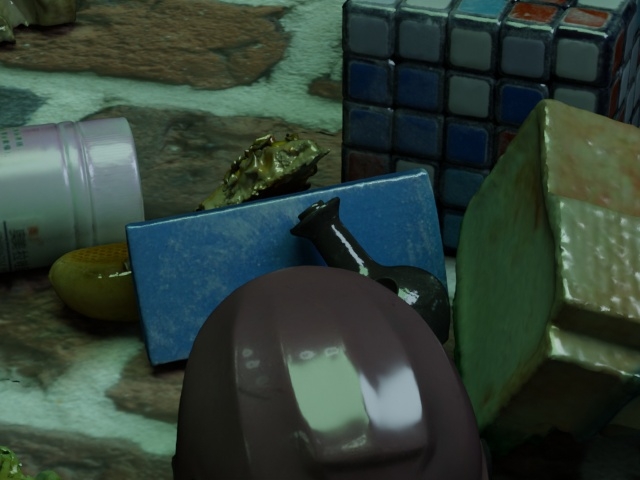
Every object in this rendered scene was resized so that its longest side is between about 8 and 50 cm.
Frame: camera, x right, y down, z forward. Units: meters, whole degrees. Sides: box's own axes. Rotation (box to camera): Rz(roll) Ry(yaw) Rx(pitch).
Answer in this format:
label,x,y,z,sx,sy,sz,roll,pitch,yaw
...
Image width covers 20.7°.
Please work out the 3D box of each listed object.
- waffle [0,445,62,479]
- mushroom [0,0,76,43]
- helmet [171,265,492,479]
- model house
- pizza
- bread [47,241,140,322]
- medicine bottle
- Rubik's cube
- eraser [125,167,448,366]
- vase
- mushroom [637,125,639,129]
label,x,y,z,sx,sy,sz,roll,pitch,yaw
waffle,-0.325,0.271,1.398,0.317,0.073,0.297,-25,40,-34
mushroom,-0.473,-0.349,2.339,0.285,0.151,0.156,-6,30,-9
helmet,0.010,0.151,1.481,0.271,0.197,0.338,-5,31,-13
model house,0.295,0.063,1.610,0.280,0.245,0.312,16,48,-14
pizza,-0.069,-0.065,1.855,0.147,0.069,0.226,-24,-7,-7
bread,-0.181,0.041,1.772,0.189,0.077,0.114,-3,12,-2
medicine bottle,-0.320,-0.044,1.838,0.254,0.152,0.152,-7,32,-11
Rubik's cube,0.198,-0.170,1.910,0.287,0.293,0.292,10,31,17
eraser,-0.031,0.024,1.729,0.312,0.144,0.042,-12,7,-14
vase,0.042,0.042,1.678,0.120,0.120,0.183,-32,83,-41
mushroom,0.398,-0.043,1.813,0.206,0.209,0.206,4,72,-14
